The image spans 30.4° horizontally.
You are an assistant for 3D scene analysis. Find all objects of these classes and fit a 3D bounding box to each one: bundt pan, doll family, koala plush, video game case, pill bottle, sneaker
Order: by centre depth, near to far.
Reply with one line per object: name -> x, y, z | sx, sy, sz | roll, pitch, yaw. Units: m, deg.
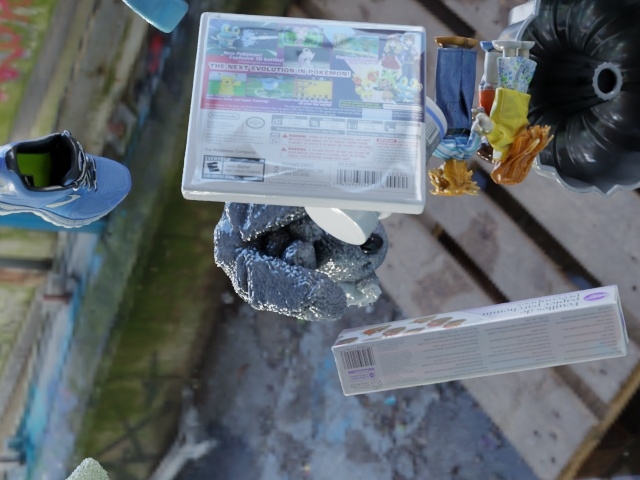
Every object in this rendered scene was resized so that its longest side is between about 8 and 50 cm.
video game case -> -0.010, -0.112, 1.012 | 0.023, 0.201, 0.183 | 95, 178, -63
pill bottle -> 0.049, -0.069, 1.062 | 0.078, 0.078, 0.137 | 10, 59, 52
doll family -> 0.158, -0.130, 1.243 | 0.118, 0.263, 0.163 | 11, 102, 49
koala plush -> 0.000, 0.000, 1.514 | 0.203, 0.221, 0.196 | -2, 90, 47
bundt pan -> 0.378, -0.229, 1.709 | 0.124, 0.331, 0.331 | 12, 96, 64
sneaker -> -0.419, -0.100, 1.927 | 0.147, 0.330, 0.130 | -20, 81, 32

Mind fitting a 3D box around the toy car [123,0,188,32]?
toy car -> -0.195, -0.395, 1.356 | 0.219, 0.210, 0.238 | -52, 27, 9

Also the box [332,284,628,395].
box -> 0.176, 0.114, 1.323 | 0.324, 0.063, 0.067 | -11, 103, 17

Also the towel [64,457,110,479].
towel -> -0.206, 0.285, 1.085 | 0.027, 0.110, 0.148 | -15, 106, 27
